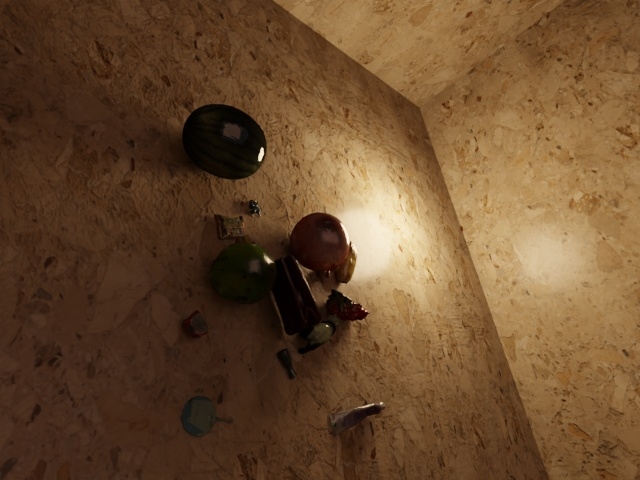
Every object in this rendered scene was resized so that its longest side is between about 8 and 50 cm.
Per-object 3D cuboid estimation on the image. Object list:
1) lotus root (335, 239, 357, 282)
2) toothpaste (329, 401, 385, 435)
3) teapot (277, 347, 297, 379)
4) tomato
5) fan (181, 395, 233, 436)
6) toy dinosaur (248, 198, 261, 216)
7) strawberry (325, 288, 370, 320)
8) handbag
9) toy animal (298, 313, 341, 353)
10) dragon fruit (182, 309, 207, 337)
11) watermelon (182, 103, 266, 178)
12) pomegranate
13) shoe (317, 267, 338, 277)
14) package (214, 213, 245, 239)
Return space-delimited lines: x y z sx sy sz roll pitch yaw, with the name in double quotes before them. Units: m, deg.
"lotus root" 0.129 0.099 2.002 0.110 0.097 0.258 34 48 -33
"toothpaste" 0.156 0.710 1.660 0.301 0.048 0.075 1 92 -41
"teapot" -0.121 0.462 1.523 0.043 0.043 0.111 -19 84 -52
"tomato" 0.000 0.000 1.790 0.270 0.227 0.270 9 56 -14
"fan" -0.342 0.541 1.248 0.175 0.005 0.113 29 47 -33
"toy dinosaur" -0.279 -0.140 1.754 0.047 0.030 0.083 -10 74 -48
"strawberry" 0.116 0.309 1.805 0.286 0.188 0.106 38 80 -47
"handbag" -0.110 0.207 1.531 0.084 0.260 0.275 -17 75 -23
"toy animal" 0.001 0.368 1.654 0.225 0.121 0.094 -18 79 -53
"dragon fruit" -0.407 0.274 1.309 0.056 0.060 0.083 -31 100 -51
"watermelon" -0.366 -0.384 1.620 0.359 0.279 0.279 23 50 -44
"pomegranate" -0.272 0.088 1.474 0.236 0.236 0.302 34 32 -29
"shoe" 0.035 0.136 1.891 0.069 0.072 0.109 28 24 24
"package" -0.355 -0.053 1.613 0.121 0.031 0.108 3 63 -41
